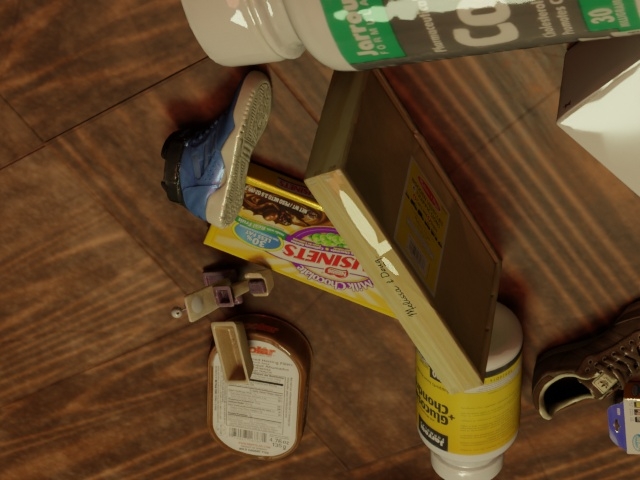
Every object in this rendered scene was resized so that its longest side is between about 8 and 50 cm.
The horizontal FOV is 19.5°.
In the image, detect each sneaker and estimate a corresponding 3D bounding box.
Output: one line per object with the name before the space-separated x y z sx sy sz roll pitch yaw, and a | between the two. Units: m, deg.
sneaker | 0.282 0.119 1.774 0.188 0.071 0.066 -32 117 34
sneaker | -0.101 -0.093 1.690 0.085 0.058 0.152 25 118 19

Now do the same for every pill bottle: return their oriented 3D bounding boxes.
pill bottle | 0.144 0.150 1.814 0.103 0.103 0.184 5 131 9
pill bottle | 0.083 -0.238 1.421 0.361 0.204 0.204 -6 129 19

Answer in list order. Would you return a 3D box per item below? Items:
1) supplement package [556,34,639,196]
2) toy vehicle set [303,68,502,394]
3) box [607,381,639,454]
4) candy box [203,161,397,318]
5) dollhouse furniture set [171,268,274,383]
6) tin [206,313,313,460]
supplement package | 0.297 -0.101 1.556 0.179 0.105 0.105 38 129 -20
toy vehicle set | 0.079 -0.014 1.644 0.035 0.166 0.267 -18 124 26
box | 0.353 0.177 1.839 0.136 0.028 0.081 2 131 15
candy box | 0.000 0.000 1.769 0.206 0.027 0.105 21 135 -5
dollhouse furniture set | -0.091 0.093 1.794 0.091 0.081 0.114 -3 106 39
tin | -0.064 0.154 1.915 0.106 0.040 0.189 6 132 3
